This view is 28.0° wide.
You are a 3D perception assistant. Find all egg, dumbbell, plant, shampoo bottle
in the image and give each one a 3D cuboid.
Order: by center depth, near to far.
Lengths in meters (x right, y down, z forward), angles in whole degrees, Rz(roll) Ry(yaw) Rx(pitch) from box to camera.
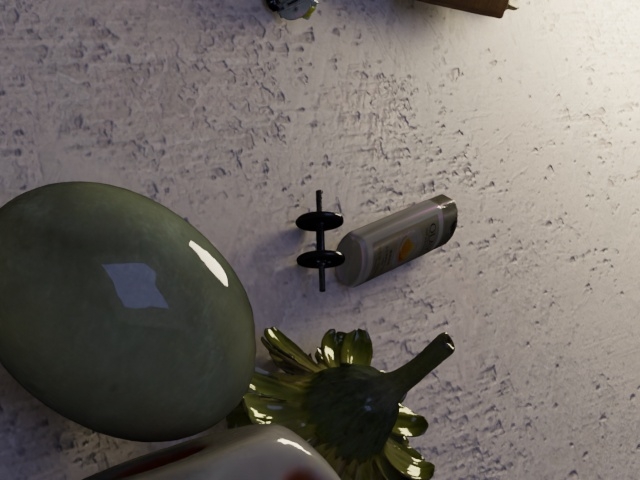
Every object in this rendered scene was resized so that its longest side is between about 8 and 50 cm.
[{"bbox_3d":[-0.223,0.081,1.416,0.352,0.258,0.258,46,50,-32],"label":"egg"},{"bbox_3d":[0.050,0.240,1.624,0.306,0.297,0.261,-14,101,-56],"label":"plant"},{"bbox_3d":[0.000,0.000,1.783,0.069,0.069,0.147,12,67,-40],"label":"dumbbell"},{"bbox_3d":[0.114,-0.002,1.884,0.227,0.056,0.086,-22,136,-45],"label":"shampoo bottle"}]

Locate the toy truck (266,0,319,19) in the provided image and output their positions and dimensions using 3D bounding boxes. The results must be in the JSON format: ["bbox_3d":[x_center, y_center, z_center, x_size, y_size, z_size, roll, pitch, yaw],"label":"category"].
[{"bbox_3d":[-0.039,-0.375,1.880,0.077,0.076,0.111,-23,93,-64],"label":"toy truck"}]

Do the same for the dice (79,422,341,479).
[{"bbox_3d":[-0.125,0.378,1.373,0.277,0.304,0.304,-16,87,-45],"label":"dice"}]

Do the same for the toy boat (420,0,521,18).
[{"bbox_3d":[0.192,-0.445,2.082,0.445,0.136,0.162,7,67,-36],"label":"toy boat"}]
